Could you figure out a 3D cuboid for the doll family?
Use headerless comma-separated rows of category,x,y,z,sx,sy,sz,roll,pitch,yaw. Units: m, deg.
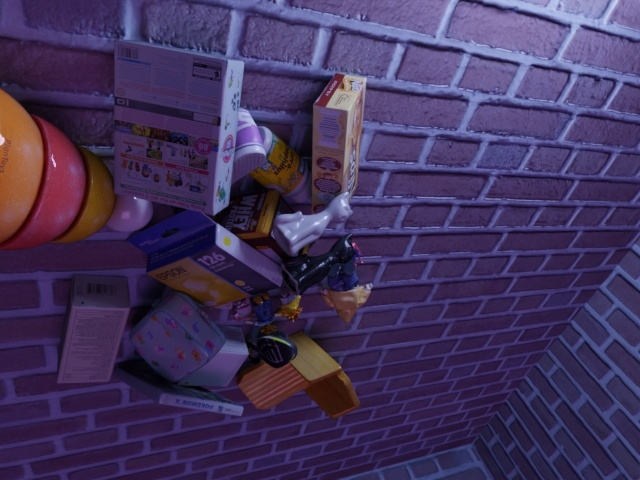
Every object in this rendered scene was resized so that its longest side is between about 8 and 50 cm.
doll family,-0.151,0.221,1.530,0.262,0.118,0.163,-21,139,-15

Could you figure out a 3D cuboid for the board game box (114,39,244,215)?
board game box,-0.290,-0.225,0.966,0.223,0.097,0.304,13,111,6

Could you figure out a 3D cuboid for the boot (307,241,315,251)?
boot,-0.050,0.047,1.443,0.136,0.077,0.198,-32,120,-4

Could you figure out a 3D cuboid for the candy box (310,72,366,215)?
candy box,0.043,-0.222,1.186,0.087,0.183,0.317,13,133,11

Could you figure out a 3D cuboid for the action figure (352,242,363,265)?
action figure,0.112,0.042,1.579,0.038,0.030,0.115,-24,134,3

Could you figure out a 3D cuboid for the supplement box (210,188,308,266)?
supplement box,-0.161,-0.015,1.257,0.191,0.129,0.194,-6,145,29

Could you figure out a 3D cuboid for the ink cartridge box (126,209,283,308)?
ink cartridge box,-0.303,0.062,1.233,0.303,0.072,0.307,-19,139,37

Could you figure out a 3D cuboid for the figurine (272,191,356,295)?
figurine,0.000,0.000,1.165,0.209,0.092,0.215,-27,133,-23

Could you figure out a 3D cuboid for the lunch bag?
lunch bag,-0.414,0.273,1.368,0.279,0.108,0.224,-36,97,37

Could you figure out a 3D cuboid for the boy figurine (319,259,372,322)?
boy figurine,0.091,0.177,1.636,0.177,0.092,0.285,-8,137,5

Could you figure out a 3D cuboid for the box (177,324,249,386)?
box,-0.364,0.380,1.581,0.181,0.119,0.181,15,122,-35

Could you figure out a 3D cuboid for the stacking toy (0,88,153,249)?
stacking toy,-0.548,-0.094,0.974,0.350,0.351,0.479,-44,149,16

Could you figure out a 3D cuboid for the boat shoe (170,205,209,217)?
boat shoe,-0.333,-0.066,1.221,0.080,0.076,0.229,-23,136,-6

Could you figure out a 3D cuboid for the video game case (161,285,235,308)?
video game case,-0.331,0.118,1.427,0.226,0.026,0.206,12,123,-34

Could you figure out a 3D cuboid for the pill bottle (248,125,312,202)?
pill bottle,-0.105,-0.181,1.202,0.117,0.118,0.208,-42,134,13

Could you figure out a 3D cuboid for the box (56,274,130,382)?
box,-0.634,0.252,1.327,0.147,0.121,0.311,8,125,-32

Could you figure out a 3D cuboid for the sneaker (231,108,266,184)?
sneaker,-0.259,-0.199,1.109,0.281,0.161,0.102,-25,163,18

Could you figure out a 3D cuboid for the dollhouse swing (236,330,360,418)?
dollhouse swing,-0.082,0.571,1.792,0.305,0.315,0.347,-39,140,-18

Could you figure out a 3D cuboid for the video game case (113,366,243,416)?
video game case,-0.455,0.482,1.523,0.299,0.328,0.036,29,71,-41

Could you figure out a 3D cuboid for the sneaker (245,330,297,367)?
sneaker,-0.150,0.347,1.601,0.121,0.299,0.111,-25,96,-32
